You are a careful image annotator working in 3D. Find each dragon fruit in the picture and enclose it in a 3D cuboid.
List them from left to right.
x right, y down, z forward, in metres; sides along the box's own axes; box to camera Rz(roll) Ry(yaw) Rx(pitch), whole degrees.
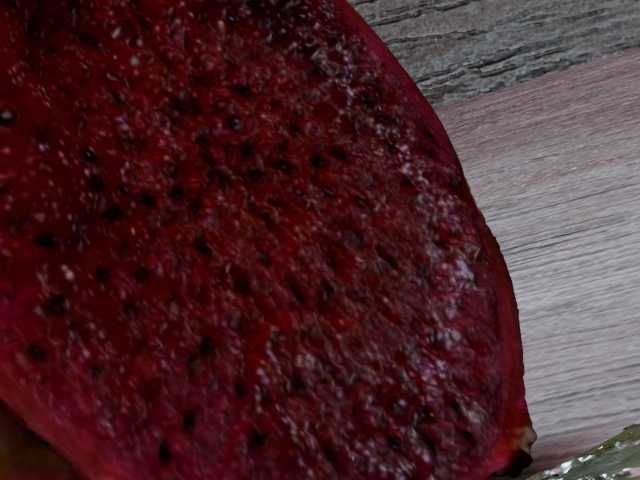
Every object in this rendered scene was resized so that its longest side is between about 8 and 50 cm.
[{"bbox_3d":[-0.102,0.021,0.764,0.249,0.371,0.386,-39,28,36],"label":"dragon fruit"}]

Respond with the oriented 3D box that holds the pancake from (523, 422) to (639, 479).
[{"bbox_3d":[0.119,0.093,0.595,0.282,0.049,0.282,-25,-1,-1],"label":"pancake"}]
